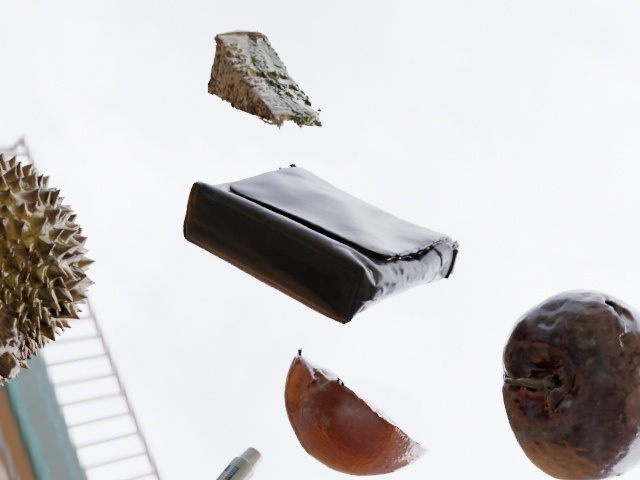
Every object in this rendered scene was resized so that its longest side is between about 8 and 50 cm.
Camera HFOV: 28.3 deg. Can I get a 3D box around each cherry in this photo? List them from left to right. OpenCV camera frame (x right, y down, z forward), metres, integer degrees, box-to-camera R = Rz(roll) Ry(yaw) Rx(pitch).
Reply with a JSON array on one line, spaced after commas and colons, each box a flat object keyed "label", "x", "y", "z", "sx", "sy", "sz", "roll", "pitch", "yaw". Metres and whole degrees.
[{"label": "cherry", "x": 0.270, "y": 0.145, "z": 1.272, "sx": 0.195, "sy": 0.195, "sz": 0.195, "roll": 5, "pitch": -82, "yaw": 40}]

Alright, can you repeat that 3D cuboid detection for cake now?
[{"label": "cake", "x": -0.044, "y": -0.107, "z": 0.964, "sx": 0.140, "sy": 0.051, "sz": 0.055, "roll": 57, "pitch": -41, "yaw": 48}]

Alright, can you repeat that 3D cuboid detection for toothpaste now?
[{"label": "toothpaste", "x": -0.144, "y": 0.329, "z": 1.514, "sx": 0.033, "sy": 0.218, "sz": 0.052, "roll": 47, "pitch": -32, "yaw": -4}]

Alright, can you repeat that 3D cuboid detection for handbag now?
[{"label": "handbag", "x": 0.000, "y": 0.000, "z": 1.348, "sx": 0.247, "sy": 0.223, "sz": 0.080, "roll": 27, "pitch": -69, "yaw": 27}]

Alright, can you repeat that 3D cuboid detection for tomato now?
[{"label": "tomato", "x": 0.033, "y": 0.255, "z": 1.703, "sx": 0.112, "sy": 0.228, "sz": 0.199, "roll": -54, "pitch": -164, "yaw": -5}]

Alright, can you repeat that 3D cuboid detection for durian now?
[{"label": "durian", "x": -0.214, "y": 0.019, "z": 0.752, "sx": 0.168, "sy": 0.158, "sz": 0.137, "roll": 54, "pitch": -24, "yaw": 17}]
